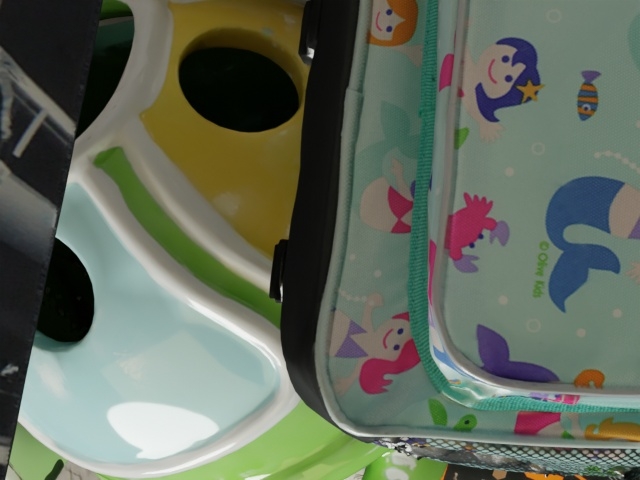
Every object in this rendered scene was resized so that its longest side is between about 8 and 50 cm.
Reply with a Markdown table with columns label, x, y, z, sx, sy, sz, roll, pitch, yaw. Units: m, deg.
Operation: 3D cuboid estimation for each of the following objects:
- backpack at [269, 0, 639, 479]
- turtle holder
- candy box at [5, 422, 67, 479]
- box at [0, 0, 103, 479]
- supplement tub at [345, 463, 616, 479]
| label | x | y | z | sx | sy | sz | roll | pitch | yaw |
| --- | --- | --- | --- | --- | --- | --- | --- | --- | --- |
| backpack | 0.126 | -0.026 | 0.572 | 0.253 | 0.225 | 0.191 | 8 | 173 | -10 |
| turtle holder | -0.036 | -0.002 | 0.771 | 0.320 | 0.243 | 0.227 | 9 | 154 | 47 |
| candy box | -0.187 | 0.040 | 0.902 | 0.070 | 0.165 | 0.196 | -30 | -166 | 23 |
| box | -0.242 | -0.047 | 0.483 | 0.312 | 0.343 | 0.179 | 16 | 166 | -27 |
| supplement tub | 0.158 | 0.138 | 1.300 | 0.338 | 0.207 | 0.207 | 11 | 167 | -8 |
